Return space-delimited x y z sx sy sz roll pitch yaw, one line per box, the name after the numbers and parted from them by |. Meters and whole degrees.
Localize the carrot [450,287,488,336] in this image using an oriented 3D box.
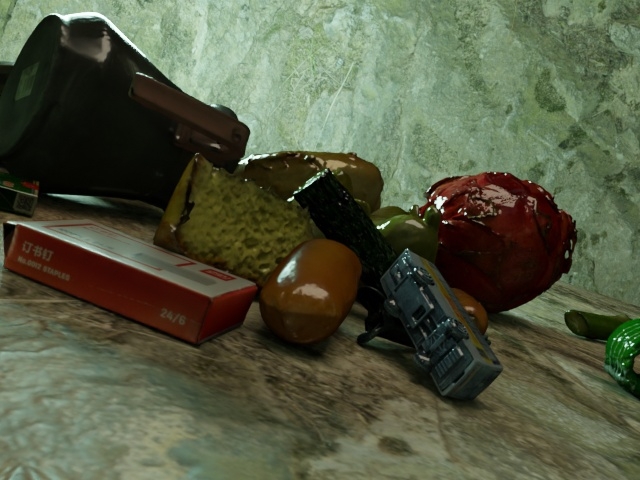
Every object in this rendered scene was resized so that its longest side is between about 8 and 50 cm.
0.211 0.110 1.021 0.067 0.067 0.225 18 5 2 | carrot

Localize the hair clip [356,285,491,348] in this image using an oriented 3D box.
0.137 0.120 0.853 0.229 0.070 0.039 21 -33 -34 | hair clip

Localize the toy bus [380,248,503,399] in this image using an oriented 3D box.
0.128 0.092 0.745 0.075 0.064 0.191 26 24 -35 | toy bus

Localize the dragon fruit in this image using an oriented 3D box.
0.335 -0.001 1.338 0.301 0.296 0.295 12 8 -20 | dragon fruit

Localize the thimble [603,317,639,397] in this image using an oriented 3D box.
0.495 0.180 0.998 0.129 0.118 0.090 -9 11 2 | thimble

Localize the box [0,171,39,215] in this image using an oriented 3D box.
-0.504 -0.087 0.903 0.235 0.034 0.132 15 7 -24 | box

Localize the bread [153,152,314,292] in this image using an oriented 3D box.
-0.122 -0.009 0.848 0.133 0.129 0.260 -1 -17 34 | bread

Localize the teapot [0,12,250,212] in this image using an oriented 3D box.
-0.309 -0.191 1.125 0.361 0.306 0.375 21 -14 -40 | teapot

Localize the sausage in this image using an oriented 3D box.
-0.006 0.053 0.761 0.098 0.098 0.238 18 14 5 | sausage

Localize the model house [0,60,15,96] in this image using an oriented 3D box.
-0.650 -0.247 1.264 0.243 0.205 0.211 -3 14 -21 | model house

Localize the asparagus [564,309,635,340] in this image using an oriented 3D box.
0.634 0.193 1.468 0.277 0.067 0.060 9 37 -32 | asparagus

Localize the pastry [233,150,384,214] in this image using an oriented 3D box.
-0.039 -0.063 1.268 0.315 0.185 0.284 -1 -3 13 | pastry

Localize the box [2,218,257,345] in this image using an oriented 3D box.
-0.190 0.033 0.673 0.229 0.050 0.123 19 6 14 | box

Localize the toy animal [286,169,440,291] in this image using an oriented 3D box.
0.012 -0.016 1.054 0.362 0.181 0.181 15 11 -12 | toy animal

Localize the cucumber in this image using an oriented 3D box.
0.075 0.030 0.929 0.294 0.067 0.067 51 7 -2 | cucumber
